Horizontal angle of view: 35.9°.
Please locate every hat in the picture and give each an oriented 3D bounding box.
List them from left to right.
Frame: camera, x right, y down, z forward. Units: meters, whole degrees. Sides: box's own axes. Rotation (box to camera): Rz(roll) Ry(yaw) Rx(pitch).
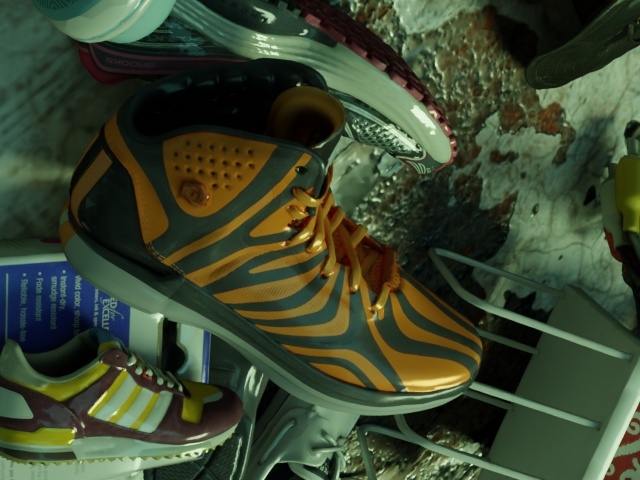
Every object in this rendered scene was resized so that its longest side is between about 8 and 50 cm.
[{"bbox_3d":[0.302,-0.259,0.838,0.331,0.331,0.134,-21,83,-27],"label":"hat"}]

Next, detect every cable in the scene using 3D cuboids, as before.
[{"bbox_3d":[0.302,0.036,0.963,0.287,0.072,0.139,-70,163,-44],"label":"cable"}]

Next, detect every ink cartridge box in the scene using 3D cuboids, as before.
[{"bbox_3d":[-0.249,0.091,0.667,0.371,0.069,0.175,-3,103,-33],"label":"ink cartridge box"}]

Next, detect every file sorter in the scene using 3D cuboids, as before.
[{"bbox_3d":[0.142,0.171,0.910,0.173,0.193,0.277,19,102,-9],"label":"file sorter"}]

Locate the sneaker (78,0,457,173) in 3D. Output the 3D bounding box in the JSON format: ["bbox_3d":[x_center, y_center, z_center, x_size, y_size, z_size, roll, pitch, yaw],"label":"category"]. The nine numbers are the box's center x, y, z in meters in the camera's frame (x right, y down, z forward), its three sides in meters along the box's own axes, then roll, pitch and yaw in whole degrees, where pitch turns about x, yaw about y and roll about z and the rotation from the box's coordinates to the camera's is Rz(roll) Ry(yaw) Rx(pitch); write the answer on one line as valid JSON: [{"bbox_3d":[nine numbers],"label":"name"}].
[{"bbox_3d":[-0.028,-0.121,0.714,0.299,0.121,0.112,24,113,-28],"label":"sneaker"}]

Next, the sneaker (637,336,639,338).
[{"bbox_3d":[0.461,0.115,1.140,0.111,0.103,0.252,8,147,-29],"label":"sneaker"}]

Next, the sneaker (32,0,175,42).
[{"bbox_3d":[-0.046,-0.215,0.566,0.208,0.127,0.319,34,55,-47],"label":"sneaker"}]

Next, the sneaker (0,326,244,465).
[{"bbox_3d":[-0.130,0.101,0.676,0.185,0.069,0.083,0,102,-38],"label":"sneaker"}]

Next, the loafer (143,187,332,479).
[{"bbox_3d":[-0.074,0.072,0.805,0.109,0.095,0.302,18,98,-9],"label":"loafer"}]

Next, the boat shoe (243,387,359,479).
[{"bbox_3d":[-0.016,0.194,0.895,0.258,0.084,0.095,-51,132,-4],"label":"boat shoe"}]

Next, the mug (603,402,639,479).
[{"bbox_3d":[0.286,0.224,0.876,0.113,0.150,0.169,33,70,-37],"label":"mug"}]

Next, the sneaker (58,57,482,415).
[{"bbox_3d":[0.000,0.000,0.652,0.321,0.124,0.180,22,129,-18],"label":"sneaker"}]
